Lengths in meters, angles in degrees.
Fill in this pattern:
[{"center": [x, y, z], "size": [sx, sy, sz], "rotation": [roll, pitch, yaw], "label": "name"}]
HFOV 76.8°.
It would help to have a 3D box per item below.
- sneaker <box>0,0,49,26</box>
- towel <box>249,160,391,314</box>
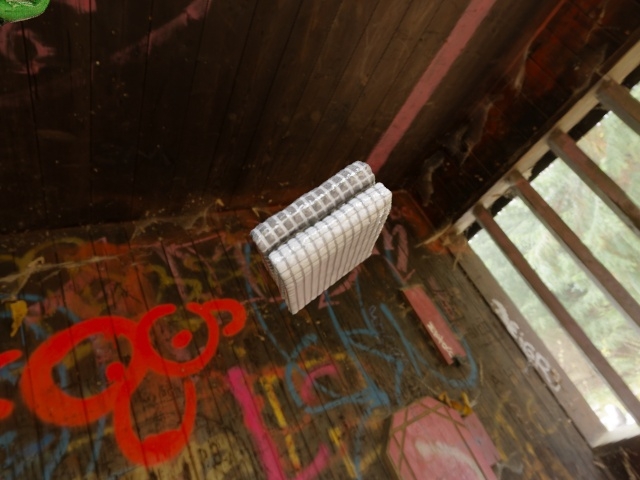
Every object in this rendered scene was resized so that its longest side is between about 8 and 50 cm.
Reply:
[{"center": [-0.352, -0.251, 0.380], "size": [0.343, 0.146, 0.134], "rotation": [-3, 45, 51], "label": "sneaker"}, {"center": [0.000, 0.000, 0.757], "size": [0.235, 0.121, 0.284], "rotation": [-36, -17, -13], "label": "towel"}]
